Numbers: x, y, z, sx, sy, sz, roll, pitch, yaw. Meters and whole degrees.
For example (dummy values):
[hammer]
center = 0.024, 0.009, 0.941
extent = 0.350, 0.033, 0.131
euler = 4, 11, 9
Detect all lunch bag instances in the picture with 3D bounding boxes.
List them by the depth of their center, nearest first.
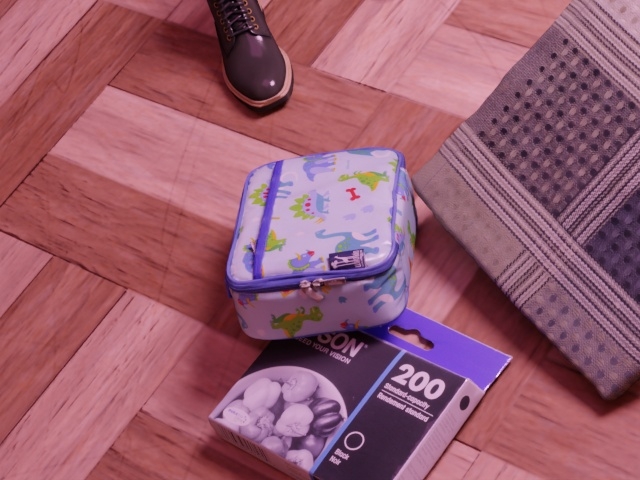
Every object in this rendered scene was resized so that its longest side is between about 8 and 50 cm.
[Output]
[lunch bag]
center = 0.000, 0.000, 1.588
extent = 0.176, 0.090, 0.219
euler = -7, 35, 13

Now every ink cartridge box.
[ink cartridge box]
center = 0.036, 0.136, 1.525
extent = 0.206, 0.045, 0.208
euler = 23, 63, 35

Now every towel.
[towel]
center = 0.275, -0.063, 1.510
extent = 0.312, 0.056, 0.324
euler = -48, 56, 13

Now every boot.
[boot]
center = -0.097, -0.247, 1.825
extent = 0.077, 0.137, 0.198
euler = -26, 49, 0
